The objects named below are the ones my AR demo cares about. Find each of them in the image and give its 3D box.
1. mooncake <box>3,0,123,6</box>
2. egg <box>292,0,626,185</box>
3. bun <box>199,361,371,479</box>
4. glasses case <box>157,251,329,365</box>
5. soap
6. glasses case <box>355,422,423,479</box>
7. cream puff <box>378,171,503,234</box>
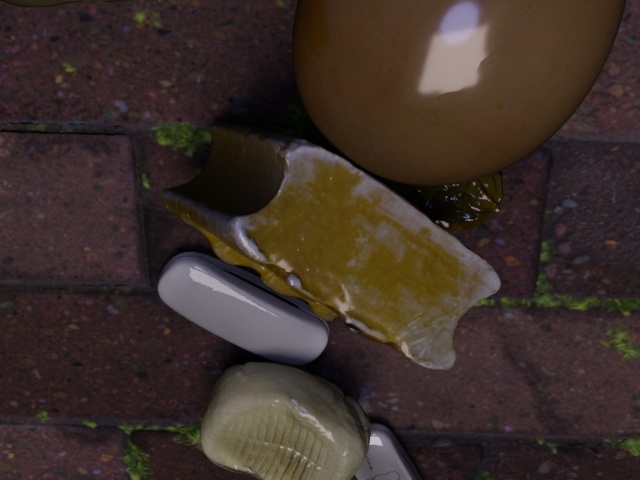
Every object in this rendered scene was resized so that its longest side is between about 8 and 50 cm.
[{"bbox_3d":[-0.244,-0.401,1.335,0.379,0.201,0.378,-5,109,-16],"label":"mooncake"},{"bbox_3d":[0.139,-0.225,1.453,0.301,0.301,0.374,29,120,-18],"label":"egg"},{"bbox_3d":[-0.043,0.238,1.932,0.230,0.145,0.229,11,130,14],"label":"bun"},{"bbox_3d":[-0.097,0.088,1.870,0.233,0.059,0.092,26,128,-17],"label":"glasses case"},{"bbox_3d":[0.000,0.000,1.619,0.293,0.335,0.156,36,86,-18],"label":"soap"},{"bbox_3d":[0.094,0.328,2.052,0.074,0.049,0.193,-18,126,17],"label":"glasses case"},{"bbox_3d":[0.142,-0.058,1.705,0.146,0.116,0.146,0,129,0],"label":"cream puff"}]
